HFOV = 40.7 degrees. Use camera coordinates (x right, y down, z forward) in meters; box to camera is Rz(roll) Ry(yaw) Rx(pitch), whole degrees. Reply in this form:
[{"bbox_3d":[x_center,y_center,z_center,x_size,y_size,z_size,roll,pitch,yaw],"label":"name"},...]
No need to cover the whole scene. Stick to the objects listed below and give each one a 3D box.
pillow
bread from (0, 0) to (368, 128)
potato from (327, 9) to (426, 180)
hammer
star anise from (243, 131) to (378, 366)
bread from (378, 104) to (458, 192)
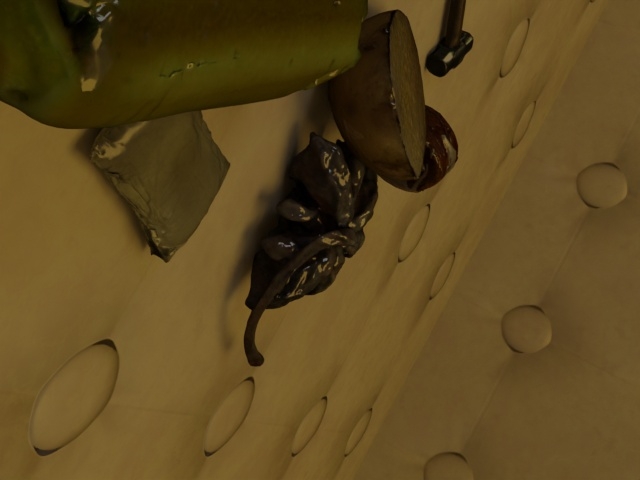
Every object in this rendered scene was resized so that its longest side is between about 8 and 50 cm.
[{"bbox_3d":[-0.163,-0.084,0.916,0.148,0.050,0.230,-62,161,-22],"label":"pillow"},{"bbox_3d":[-0.117,-0.218,0.616,0.376,0.208,0.251,-27,127,-59],"label":"bread"},{"bbox_3d":[0.081,-0.196,1.221,0.299,0.115,0.239,-57,134,-65],"label":"potato"},{"bbox_3d":[0.237,-0.451,1.452,0.111,0.043,0.366,-46,152,-35],"label":"hammer"},{"bbox_3d":[0.000,0.000,1.285,0.316,0.139,0.360,-39,150,-35],"label":"star anise"},{"bbox_3d":[0.146,-0.155,1.422,0.073,0.160,0.161,-50,156,-30],"label":"bread"}]
